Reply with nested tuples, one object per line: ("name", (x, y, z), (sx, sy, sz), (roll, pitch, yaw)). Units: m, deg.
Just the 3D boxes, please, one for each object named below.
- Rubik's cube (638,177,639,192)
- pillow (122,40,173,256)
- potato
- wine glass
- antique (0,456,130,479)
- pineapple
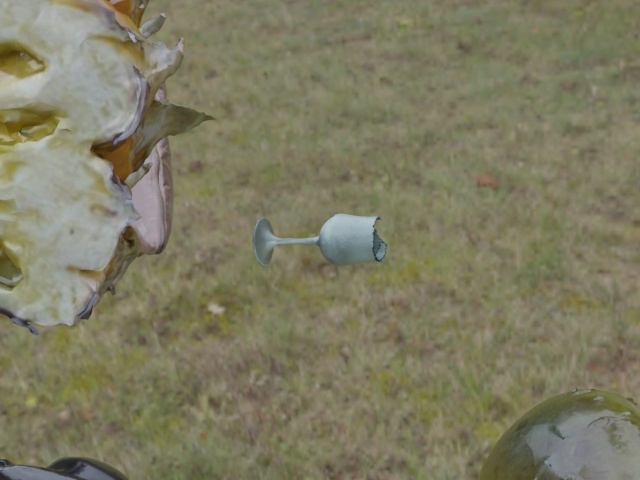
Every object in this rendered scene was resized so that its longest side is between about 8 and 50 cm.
("Rubik's cube", (0.531, -0.049, 1.416), (0.238, 0.237, 0.237), (28, 31, -7))
("pillow", (-0.224, -0.083, 1.351), (0.084, 0.236, 0.223), (-2, -10, -31))
("potato", (0.283, 0.269, 1.265), (0.210, 0.173, 0.307), (-43, 21, 0))
("wine glass", (0.000, 0.000, 1.861), (0.195, 0.079, 0.079), (-1, 40, 22))
("antique", (-0.252, 0.363, 1.308), (0.255, 0.322, 0.185), (-22, 22, 26))
("pineapple", (-0.190, -0.161, 0.520), (0.344, 0.209, 0.286), (31, 18, -20))
